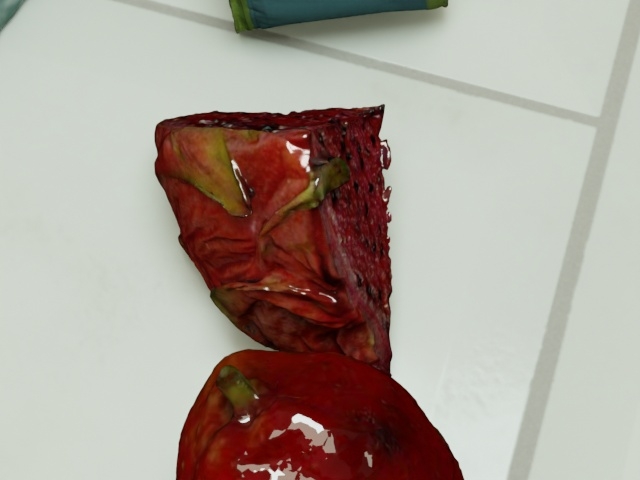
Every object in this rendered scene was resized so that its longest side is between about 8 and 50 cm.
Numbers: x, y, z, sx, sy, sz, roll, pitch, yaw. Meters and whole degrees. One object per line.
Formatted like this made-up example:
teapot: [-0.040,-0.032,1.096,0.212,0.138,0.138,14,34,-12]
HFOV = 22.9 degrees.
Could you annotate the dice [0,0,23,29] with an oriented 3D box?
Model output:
dice: [-0.476,-0.380,1.616,0.348,0.330,0.328,32,74,12]

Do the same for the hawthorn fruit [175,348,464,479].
hawthorn fruit: [-0.014,0.213,1.427,0.265,0.307,0.265,-22,32,15]

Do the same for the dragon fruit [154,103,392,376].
dragon fruit: [0.000,0.000,1.530,0.240,0.302,0.330,-27,101,-6]

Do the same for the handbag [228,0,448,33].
handbag: [0.005,-0.356,1.664,0.241,0.222,0.263,-6,70,3]
